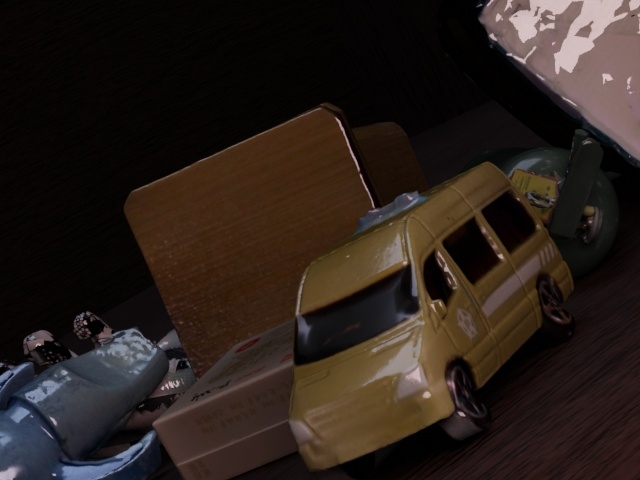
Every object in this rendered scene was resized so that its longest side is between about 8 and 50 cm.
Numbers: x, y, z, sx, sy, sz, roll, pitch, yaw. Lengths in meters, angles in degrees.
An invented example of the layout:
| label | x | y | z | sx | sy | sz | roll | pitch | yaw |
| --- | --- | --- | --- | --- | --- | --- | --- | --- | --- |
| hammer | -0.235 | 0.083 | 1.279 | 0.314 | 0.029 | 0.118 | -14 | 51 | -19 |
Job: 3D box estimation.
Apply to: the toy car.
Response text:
| label | x | y | z | sx | sy | sz | roll | pitch | yaw |
| --- | --- | --- | --- | --- | --- | --- | --- | --- | --- |
| toy car | 0.055 | 0.040 | 1.121 | 0.101 | 0.124 | 0.256 | -27 | 3 | 28 |

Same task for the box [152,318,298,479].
| label | x | y | z | sx | sy | sz | roll | pitch | yaw |
| --- | --- | --- | --- | --- | --- | --- | --- | --- | --- |
| box | 0.003 | 0.086 | 1.311 | 0.201 | 0.058 | 0.141 | -25 | 9 | 28 |

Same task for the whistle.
| label | x | y | z | sx | sy | sz | roll | pitch | yaw |
| --- | --- | --- | --- | --- | --- | --- | --- | --- | --- |
| whistle | -0.222 | 0.161 | 1.490 | 0.269 | 0.093 | 0.180 | -37 | 39 | -28 |

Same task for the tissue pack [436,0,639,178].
| label | x | y | z | sx | sy | sz | roll | pitch | yaw |
| --- | --- | --- | --- | --- | --- | --- | --- | --- | --- |
| tissue pack | 0.260 | -0.203 | 1.604 | 0.264 | 0.253 | 0.416 | -51 | 2 | 2 |

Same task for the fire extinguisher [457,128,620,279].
| label | x | y | z | sx | sy | sz | roll | pitch | yaw |
| --- | --- | --- | --- | --- | --- | --- | --- | --- | --- |
| fire extinguisher | 0.158 | -0.027 | 1.430 | 0.095 | 0.114 | 0.311 | 17 | 3 | -4 |

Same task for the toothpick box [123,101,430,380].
| label | x | y | z | sx | sy | sz | roll | pitch | yaw |
| --- | --- | --- | --- | --- | --- | --- | --- | --- | --- |
| toothpick box | 0.000 | 0.000 | 1.606 | 0.190 | 0.187 | 0.308 | -25 | 0 | 16 |

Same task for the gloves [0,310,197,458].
| label | x | y | z | sx | sy | sz | roll | pitch | yaw |
| --- | --- | --- | --- | --- | --- | --- | --- | --- | --- |
| gloves | -0.170 | 0.129 | 1.621 | 0.212 | 0.111 | 0.127 | -18 | 48 | 22 |
